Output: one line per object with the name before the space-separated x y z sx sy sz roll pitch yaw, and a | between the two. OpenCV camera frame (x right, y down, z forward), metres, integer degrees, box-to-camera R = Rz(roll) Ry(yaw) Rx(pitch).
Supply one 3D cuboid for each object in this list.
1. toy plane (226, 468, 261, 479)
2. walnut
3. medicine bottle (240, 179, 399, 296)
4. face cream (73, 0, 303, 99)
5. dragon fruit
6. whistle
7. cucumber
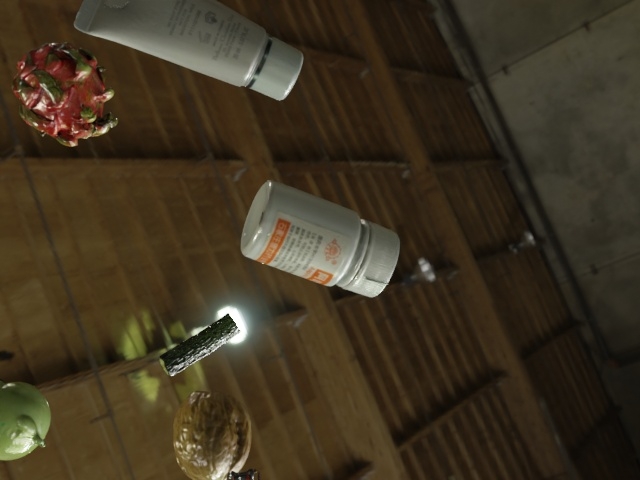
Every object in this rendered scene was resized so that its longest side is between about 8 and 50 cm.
toy plane | -0.097 0.321 1.120 0.145 0.037 0.060 108 155 -61
walnut | -0.209 0.383 1.687 0.155 0.155 0.184 24 -122 -51
medicine bottle | 0.000 0.000 1.509 0.252 0.144 0.144 18 -134 -16
face cream | -0.177 -0.299 1.251 0.314 0.089 0.143 23 -100 -18
dragon fruit | -0.427 -0.245 1.494 0.166 0.160 0.172 -21 -98 -27
whistle | -0.584 0.285 1.498 0.141 0.294 0.141 16 -90 -73
cucumber | -0.264 0.230 1.912 0.058 0.187 0.058 56 172 13
